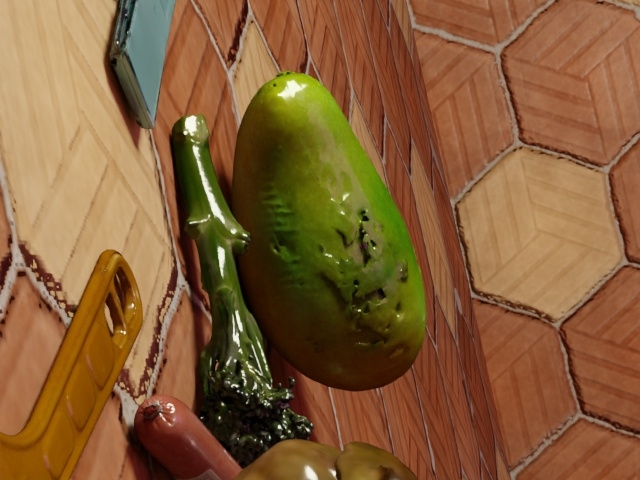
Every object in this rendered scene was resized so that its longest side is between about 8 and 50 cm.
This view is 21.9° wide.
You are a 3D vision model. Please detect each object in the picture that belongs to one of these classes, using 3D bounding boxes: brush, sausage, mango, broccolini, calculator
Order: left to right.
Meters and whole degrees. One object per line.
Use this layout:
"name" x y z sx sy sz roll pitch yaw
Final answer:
"brush" -0.104 0.075 0.666 0.314 0.017 0.090 -80 155 -68
"calculator" -0.099 -0.132 0.942 0.172 0.018 0.057 -90 163 -51
"broccolini" -0.061 0.022 0.921 0.067 0.058 0.216 -47 -128 50
"sausage" -0.051 0.126 0.851 0.223 0.029 0.029 61 19 -59
"mango" 0.000 0.000 1.074 0.125 0.111 0.232 -95 167 -59

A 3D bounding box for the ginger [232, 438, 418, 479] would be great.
"ginger" -0.019 0.186 0.562 0.321 0.165 0.172 -58 155 -77
